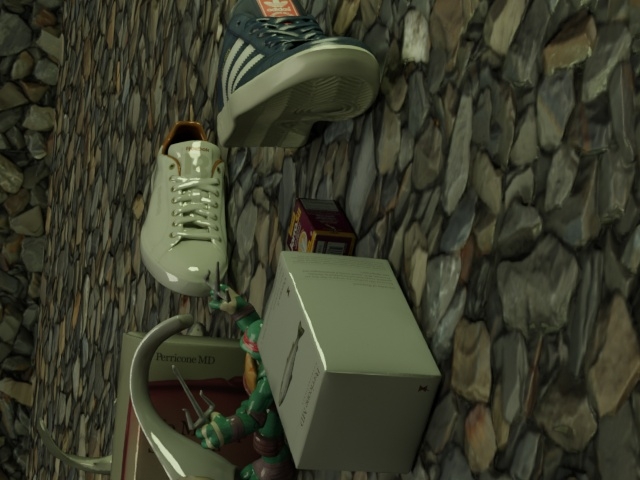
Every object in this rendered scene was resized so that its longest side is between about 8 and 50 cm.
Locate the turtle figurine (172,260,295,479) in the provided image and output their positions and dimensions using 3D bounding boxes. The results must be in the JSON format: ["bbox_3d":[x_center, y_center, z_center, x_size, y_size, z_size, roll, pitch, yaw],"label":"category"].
[{"bbox_3d":[-0.067,0.138,1.574,0.234,0.118,0.175,82,-164,-48],"label":"turtle figurine"}]

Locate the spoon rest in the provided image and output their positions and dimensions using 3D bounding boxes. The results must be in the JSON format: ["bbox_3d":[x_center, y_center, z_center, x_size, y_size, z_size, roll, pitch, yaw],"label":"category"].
[{"bbox_3d":[-0.133,0.218,1.655,0.137,0.084,0.276,10,-117,-79],"label":"spoon rest"}]

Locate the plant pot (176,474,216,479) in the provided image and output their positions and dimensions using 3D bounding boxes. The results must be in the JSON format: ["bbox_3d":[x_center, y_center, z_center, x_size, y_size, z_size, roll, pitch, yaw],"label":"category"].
[{"bbox_3d":[0.068,0.297,0.836,0.334,0.305,0.334,-175,90,-72],"label":"plant pot"}]

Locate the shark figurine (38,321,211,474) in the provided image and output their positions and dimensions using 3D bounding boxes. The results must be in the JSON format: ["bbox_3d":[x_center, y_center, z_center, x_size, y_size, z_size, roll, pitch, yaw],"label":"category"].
[{"bbox_3d":[-0.214,0.245,2.012,0.166,0.278,0.116,60,-167,14],"label":"shark figurine"}]

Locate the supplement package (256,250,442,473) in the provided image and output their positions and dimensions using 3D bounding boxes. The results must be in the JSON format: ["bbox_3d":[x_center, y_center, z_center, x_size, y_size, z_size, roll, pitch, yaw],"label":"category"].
[{"bbox_3d":[0.020,0.102,1.363,0.179,0.105,0.105,-113,34,-55],"label":"supplement package"}]

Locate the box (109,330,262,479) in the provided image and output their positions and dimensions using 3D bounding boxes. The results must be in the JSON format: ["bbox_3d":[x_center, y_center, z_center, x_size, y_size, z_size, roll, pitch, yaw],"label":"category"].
[{"bbox_3d":[-0.146,0.223,1.772,0.127,0.149,0.232,-178,93,-72],"label":"box"}]

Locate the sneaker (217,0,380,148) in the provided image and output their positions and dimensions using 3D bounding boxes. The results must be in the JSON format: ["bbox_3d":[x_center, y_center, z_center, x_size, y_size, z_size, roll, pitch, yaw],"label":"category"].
[{"bbox_3d":[-0.036,-0.185,1.577,0.350,0.131,0.148,164,106,-71],"label":"sneaker"}]

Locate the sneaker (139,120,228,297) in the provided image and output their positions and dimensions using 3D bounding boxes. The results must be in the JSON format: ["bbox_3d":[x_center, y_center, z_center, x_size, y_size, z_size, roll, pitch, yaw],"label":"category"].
[{"bbox_3d":[-0.169,-0.050,1.988,0.290,0.106,0.123,-107,26,-52],"label":"sneaker"}]

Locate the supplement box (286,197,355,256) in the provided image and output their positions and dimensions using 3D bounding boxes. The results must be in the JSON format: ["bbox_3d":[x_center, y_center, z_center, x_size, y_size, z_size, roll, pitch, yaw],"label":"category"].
[{"bbox_3d":[0.000,0.000,1.555,0.083,0.043,0.055,-118,36,-60],"label":"supplement box"}]
